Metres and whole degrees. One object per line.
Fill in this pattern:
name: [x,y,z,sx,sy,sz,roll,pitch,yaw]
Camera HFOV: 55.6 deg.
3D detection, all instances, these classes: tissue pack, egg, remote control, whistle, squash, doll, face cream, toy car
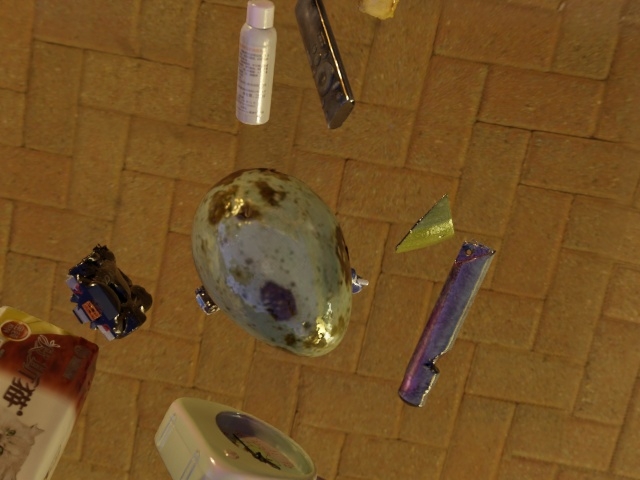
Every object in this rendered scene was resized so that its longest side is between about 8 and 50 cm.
tissue pack: [-0.239,0.142,0.448,0.099,0.148,0.106,27,117,-14]
egg: [-0.049,0.027,0.690,0.169,0.169,0.231,-30,86,11]
remote control: [0.005,-0.445,1.449,0.044,0.107,0.377,-1,61,-25]
whistle: [0.121,0.083,0.595,0.033,0.033,0.176,22,101,2]
squash: [0.264,-0.017,1.430,0.085,0.192,0.184,42,101,10]
doll: [0.094,0.121,1.842,0.099,0.143,0.057,0,67,17]
face cream: [-0.140,-0.390,1.332,0.082,0.082,0.269,14,127,4]
toy car: [-0.472,0.115,1.329,0.118,0.301,0.193,-32,102,-4]
toy car: [-0.277,0.152,1.771,0.171,0.070,0.080,-26,62,-22]

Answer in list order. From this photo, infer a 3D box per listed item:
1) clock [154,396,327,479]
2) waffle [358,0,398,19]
clock: [-0.073,0.242,0.654,0.191,0.151,0.062,29,89,-35]
waffle: [0.111,-0.419,0.701,0.055,0.221,0.248,17,145,-8]
